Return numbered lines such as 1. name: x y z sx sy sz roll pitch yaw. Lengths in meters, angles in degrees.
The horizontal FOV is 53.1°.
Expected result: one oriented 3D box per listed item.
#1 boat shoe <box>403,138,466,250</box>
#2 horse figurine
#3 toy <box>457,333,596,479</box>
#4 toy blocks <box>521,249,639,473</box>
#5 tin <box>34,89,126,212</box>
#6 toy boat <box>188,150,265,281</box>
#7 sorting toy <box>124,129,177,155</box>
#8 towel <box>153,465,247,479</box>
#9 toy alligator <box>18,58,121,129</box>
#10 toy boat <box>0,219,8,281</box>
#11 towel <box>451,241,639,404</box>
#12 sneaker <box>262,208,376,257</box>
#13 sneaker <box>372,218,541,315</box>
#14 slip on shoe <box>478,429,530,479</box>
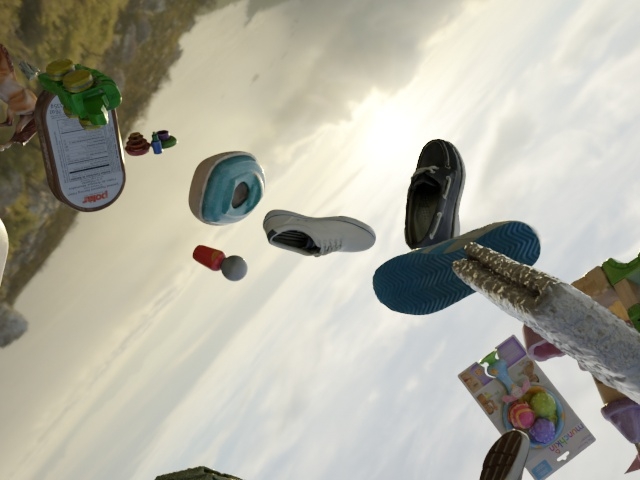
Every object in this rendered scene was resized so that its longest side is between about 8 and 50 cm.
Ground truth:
1. boat shoe: 0.226 -0.096 1.294 0.114 0.091 0.303 -27 -134 38
2. horse figurine: -0.731 -0.323 1.481 0.174 0.263 0.066 -44 172 -14
3. toy: 0.379 0.305 1.172 0.137 0.237 0.056 -35 164 -3
4. toy blocks: 0.459 0.116 0.807 0.288 0.309 0.260 -45 -140 35
5. tin: -0.334 -0.131 0.899 0.106 0.190 0.040 -16 -154 -29
6. toy boat: -0.218 -0.061 1.575 0.267 0.148 0.318 -24 132 -63
7. sorting toy: -0.317 -0.190 1.199 0.102 0.061 0.042 -25 128 -30
8. towel: -0.140 0.315 0.805 0.148 0.110 0.027 -27 -139 43
9. toy alligator: -0.261 -0.168 0.685 0.051 0.189 0.056 -35 138 -26
10. toy boat: -0.617 0.043 1.051 0.151 0.151 0.231 138 -37 -83
11. towel: 0.223 0.079 0.572 0.049 0.187 0.282 -56 -178 4
12. sneaker: 0.000 0.000 1.399 0.091 0.258 0.094 -98 -162 -48
13. sneaker: 0.179 0.037 0.845 0.228 0.087 0.092 -19 178 23
14. slip on shoe: 0.204 0.277 0.714 0.135 0.041 0.051 -68 -164 -2
